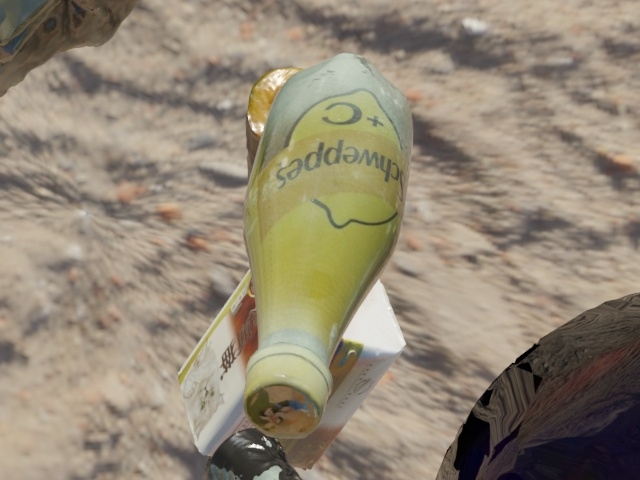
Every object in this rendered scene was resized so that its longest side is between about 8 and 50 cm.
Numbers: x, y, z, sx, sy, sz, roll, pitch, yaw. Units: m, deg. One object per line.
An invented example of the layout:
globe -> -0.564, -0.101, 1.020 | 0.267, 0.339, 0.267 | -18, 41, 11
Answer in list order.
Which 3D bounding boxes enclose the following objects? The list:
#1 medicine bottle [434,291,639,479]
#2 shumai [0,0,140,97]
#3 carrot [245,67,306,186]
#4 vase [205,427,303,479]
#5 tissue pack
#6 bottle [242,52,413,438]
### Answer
medicine bottle -> 0.213, 0.193, 0.641 | 0.242, 0.395, 0.243 | -12, 121, -21
shumai -> -0.199, -0.277, 1.444 | 0.283, 0.346, 0.217 | -33, 81, 8
carrot -> -0.016, -0.042, 1.384 | 0.082, 0.082, 0.173 | -13, 132, -7
vase -> -0.011, 0.178, 1.149 | 0.059, 0.167, 0.059 | -13, 116, -27
tissue pack -> -0.024, 0.091, 1.377 | 0.106, 0.099, 0.149 | 12, 130, -30
bottle -> 0.000, 0.000, 0.914 | 0.083, 0.270, 0.083 | 3, 125, 4
